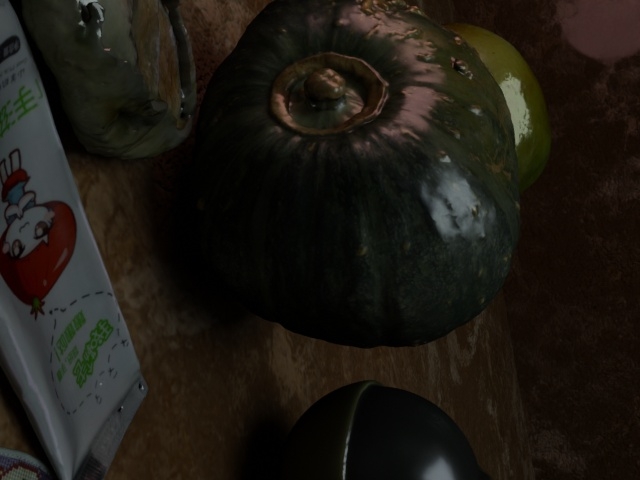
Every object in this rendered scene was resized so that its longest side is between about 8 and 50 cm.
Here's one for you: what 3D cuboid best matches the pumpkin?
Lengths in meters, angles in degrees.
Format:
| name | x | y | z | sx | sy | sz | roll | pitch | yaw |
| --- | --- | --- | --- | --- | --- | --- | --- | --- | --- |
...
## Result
| name | x | y | z | sx | sy | sz | roll | pitch | yaw |
| --- | --- | --- | --- | --- | --- | --- | --- | --- | --- |
| pumpkin | 0.036 | -0.067 | 0.719 | 0.257 | 0.291 | 0.328 | 84 | 20 | -59 |

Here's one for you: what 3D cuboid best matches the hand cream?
| name | x | y | z | sx | sy | sz | roll | pitch | yaw |
| --- | --- | --- | --- | --- | --- | --- | --- | --- | --- |
| hand cream | -0.171 | -0.004 | 0.464 | 0.121 | 0.076 | 0.336 | -69 | 150 | -57 |

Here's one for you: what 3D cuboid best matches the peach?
| name | x | y | z | sx | sy | sz | roll | pitch | yaw |
| --- | --- | --- | --- | --- | --- | --- | --- | --- | --- |
| peach | 0.218 | -0.183 | 1.287 | 0.314 | 0.281 | 0.316 | -21 | 93 | -64 |

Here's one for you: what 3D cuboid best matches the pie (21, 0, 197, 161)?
| name | x | y | z | sx | sy | sz | roll | pitch | yaw |
| --- | --- | --- | --- | --- | --- | --- | --- | --- | --- |
| pie | -0.146 | -0.219 | 0.545 | 0.337 | 0.075 | 0.338 | -8 | 90 | -86 |

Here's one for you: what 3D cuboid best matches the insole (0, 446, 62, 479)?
| name | x | y | z | sx | sy | sz | roll | pitch | yaw |
| --- | --- | --- | --- | --- | --- | --- | --- | --- | --- |
| insole | -0.159 | 0.173 | 0.484 | 0.197 | 0.004 | 0.065 | 55 | 32 | -50 |

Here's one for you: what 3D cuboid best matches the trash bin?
| name | x | y | z | sx | sy | sz | roll | pitch | yaw |
| --- | --- | --- | --- | --- | --- | --- | --- | --- | --- |
| trash bin | 0.063 | 0.295 | 0.738 | 0.214 | 0.214 | 0.334 | -14 | 98 | -70 |
